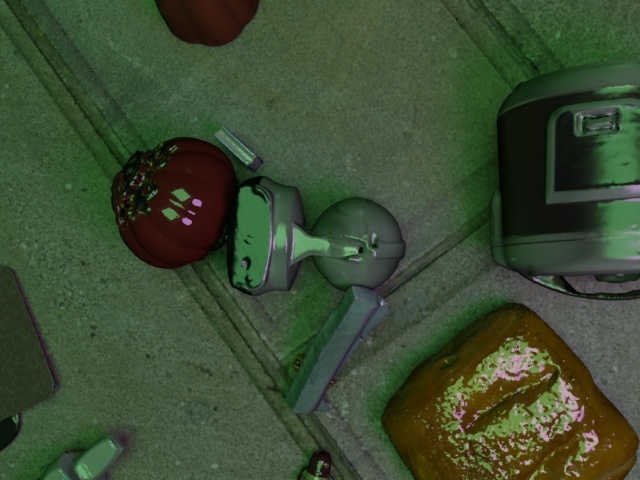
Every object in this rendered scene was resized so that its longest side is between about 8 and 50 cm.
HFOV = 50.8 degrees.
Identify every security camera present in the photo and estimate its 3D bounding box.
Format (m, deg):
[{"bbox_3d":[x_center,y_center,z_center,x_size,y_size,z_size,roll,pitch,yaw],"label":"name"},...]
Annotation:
[{"bbox_3d":[0.000,0.000,1.096,0.278,0.191,0.196,4,92,5],"label":"security camera"}]

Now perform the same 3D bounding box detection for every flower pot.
[{"bbox_3d":[-0.211,-0.451,1.151,0.191,0.173,0.190,0,86,5],"label":"flower pot"}]

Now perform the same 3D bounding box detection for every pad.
[{"bbox_3d":[-0.599,0.192,1.232,0.176,0.002,0.266,-26,80,7],"label":"pad"}]

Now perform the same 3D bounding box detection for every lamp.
[{"bbox_3d":[-0.241,-0.066,1.110,0.227,0.227,0.226,0,87,6],"label":"lamp"}]

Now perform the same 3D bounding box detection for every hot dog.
[{"bbox_3d":[-0.011,0.229,1.168,0.083,0.021,0.037,25,91,8],"label":"hot dog"}]

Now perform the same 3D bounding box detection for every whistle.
[{"bbox_3d":[-0.438,0.425,1.167,0.253,0.105,0.102,-44,114,9],"label":"whistle"}]

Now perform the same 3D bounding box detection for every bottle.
[{"bbox_3d":[-0.009,0.409,1.147,0.063,0.047,0.101,13,87,-2],"label":"bottle"}]

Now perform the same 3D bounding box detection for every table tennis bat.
[{"bbox_3d":[-0.592,0.307,1.230,0.247,0.022,0.138,-35,83,5],"label":"table tennis bat"}]

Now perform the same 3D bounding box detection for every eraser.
[{"bbox_3d":[-0.143,-0.160,1.181,0.085,0.063,0.027,42,90,6],"label":"eraser"}]

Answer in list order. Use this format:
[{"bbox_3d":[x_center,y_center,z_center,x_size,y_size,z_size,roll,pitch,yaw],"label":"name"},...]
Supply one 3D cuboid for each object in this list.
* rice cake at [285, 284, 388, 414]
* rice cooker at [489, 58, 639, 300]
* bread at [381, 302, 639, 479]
[{"bbox_3d":[0.022,0.183,1.092,0.081,0.051,0.290,12,126,-20],"label":"rice cake"},{"bbox_3d":[0.417,-0.074,0.988,0.336,0.335,0.324,-2,88,6],"label":"rice cooker"},{"bbox_3d":[0.293,0.307,1.067,0.328,0.148,0.337,-37,83,4],"label":"bread"}]
